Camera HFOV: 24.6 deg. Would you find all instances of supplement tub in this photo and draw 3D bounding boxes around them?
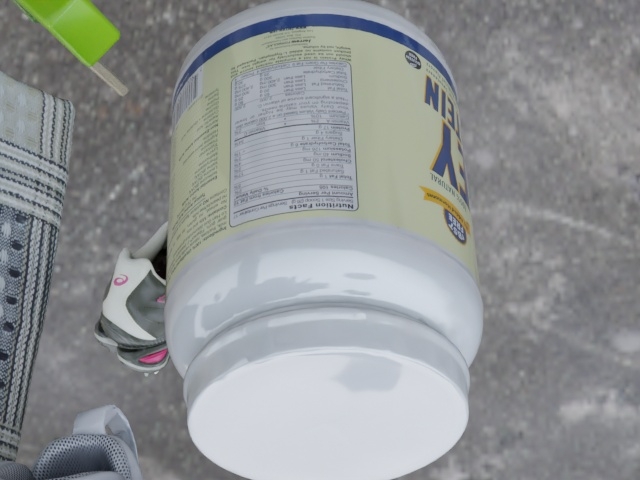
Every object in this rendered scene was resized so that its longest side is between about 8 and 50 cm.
[{"bbox_3d":[0.000,0.000,1.123,0.235,0.324,0.235,-2,143,-1],"label":"supplement tub"}]

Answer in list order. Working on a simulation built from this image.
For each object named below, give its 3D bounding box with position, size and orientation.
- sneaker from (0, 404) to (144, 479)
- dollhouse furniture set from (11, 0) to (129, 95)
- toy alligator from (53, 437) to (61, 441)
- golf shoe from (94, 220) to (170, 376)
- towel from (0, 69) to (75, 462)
[{"bbox_3d":[-0.162,0.233,0.689,0.137,0.366,0.210,4,113,19],"label":"sneaker"},{"bbox_3d":[-0.116,-0.277,1.114,0.301,0.197,0.151,-46,152,-2],"label":"dollhouse furniture set"},{"bbox_3d":[-0.163,0.218,0.947,0.051,0.056,0.189,-13,107,-1],"label":"toy alligator"},{"bbox_3d":[-0.095,0.025,1.396,0.105,0.273,0.120,27,127,27],"label":"golf shoe"},{"bbox_3d":[-0.262,0.001,0.761,0.056,0.312,0.324,-8,155,37],"label":"towel"}]
